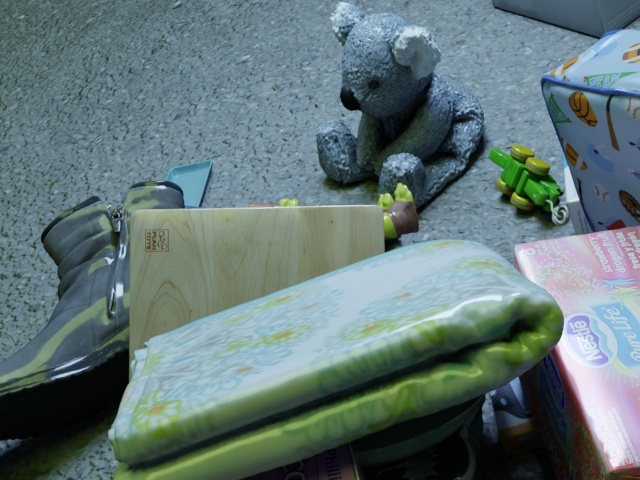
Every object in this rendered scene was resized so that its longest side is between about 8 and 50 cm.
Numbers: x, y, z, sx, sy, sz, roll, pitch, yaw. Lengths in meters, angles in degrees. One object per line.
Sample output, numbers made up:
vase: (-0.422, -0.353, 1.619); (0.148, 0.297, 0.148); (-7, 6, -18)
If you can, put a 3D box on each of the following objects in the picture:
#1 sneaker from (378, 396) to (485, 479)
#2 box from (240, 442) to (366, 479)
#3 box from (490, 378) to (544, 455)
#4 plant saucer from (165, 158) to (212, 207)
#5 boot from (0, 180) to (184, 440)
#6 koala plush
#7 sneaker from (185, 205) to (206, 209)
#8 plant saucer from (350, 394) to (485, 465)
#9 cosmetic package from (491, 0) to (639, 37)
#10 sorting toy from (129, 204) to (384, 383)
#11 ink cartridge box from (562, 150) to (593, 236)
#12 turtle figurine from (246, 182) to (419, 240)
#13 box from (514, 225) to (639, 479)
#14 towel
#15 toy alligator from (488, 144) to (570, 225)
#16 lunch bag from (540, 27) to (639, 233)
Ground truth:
sneaker: (0.102, 0.211, 1.253); (0.107, 0.110, 0.275); (-9, 18, 13)
box: (-0.050, 0.304, 1.114); (0.243, 0.213, 0.117); (-20, 34, 3)
box: (0.207, 0.146, 1.349); (0.081, 0.028, 0.136); (-17, 37, 8)
plant saucer: (-0.189, -0.042, 1.837); (0.067, 0.018, 0.192); (-11, 37, 17)
boot: (-0.284, 0.078, 1.576); (0.338, 0.118, 0.222); (-21, 60, -11)
koala plush: (0.092, -0.188, 1.694); (0.203, 0.221, 0.196); (-35, 36, -18)
sneaker: (-0.192, 0.009, 1.698); (0.232, 0.090, 0.081); (-5, 76, 25)
plant saucer: (0.061, 0.155, 1.209); (0.195, 0.037, 0.195); (-16, 15, 4)
cosmetic package: (0.347, -0.372, 1.909); (0.127, 0.107, 0.238); (-35, 39, -18)
sorting toy: (-0.060, 0.100, 1.399); (0.255, 0.257, 0.089); (-1, -8, 4)
ink cartridge box: (0.368, -0.071, 1.504); (0.191, 0.082, 0.139); (-13, 35, 16)
turtle figurine: (0.000, 0.000, 1.555); (0.217, 0.269, 0.087); (-18, 74, -15)
box: (0.269, 0.135, 1.188); (0.142, 0.154, 0.300); (-8, 37, -4)
towel: (0.004, 0.103, 1.186); (0.374, 0.090, 0.320); (-20, 10, 0)
toy alligator: (0.254, -0.060, 1.585); (0.051, 0.056, 0.189); (9, 23, -27)
lunch bag: (0.340, -0.067, 1.278); (0.115, 0.243, 0.303); (-33, 24, -13)
